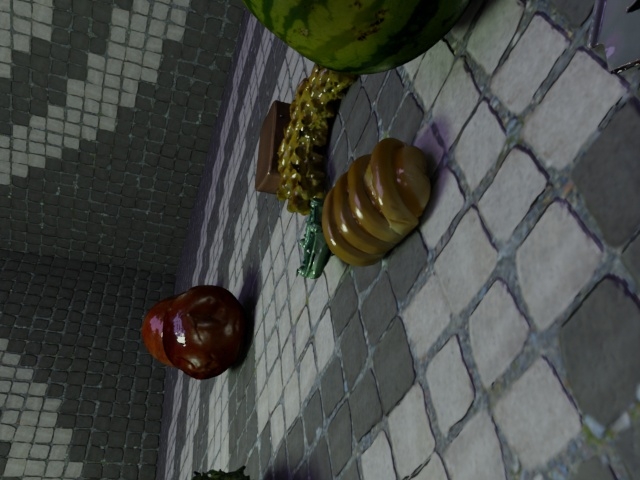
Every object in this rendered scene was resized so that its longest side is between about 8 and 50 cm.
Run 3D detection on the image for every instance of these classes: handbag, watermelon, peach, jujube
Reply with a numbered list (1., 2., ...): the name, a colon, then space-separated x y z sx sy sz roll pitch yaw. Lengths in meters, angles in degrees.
1. handbag: -0.094 -0.198 1.252 0.151 0.072 0.193 136 139 -60
2. watermelon: 0.037 -0.320 0.591 0.285 0.286 0.284 -169 90 -72
3. peach: -0.448 0.275 1.820 0.232 0.233 0.256 -112 38 -59
4. jujube: -0.296 0.239 1.425 0.318 0.223 0.222 119 156 -62

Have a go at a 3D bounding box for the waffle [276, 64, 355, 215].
1. waffle: -0.025 -0.195 1.047 0.260 0.069 0.292 -151 74 -70

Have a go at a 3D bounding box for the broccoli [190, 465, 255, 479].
1. broccoli: -0.238 0.493 0.825 0.275 0.397 0.352 41 118 41

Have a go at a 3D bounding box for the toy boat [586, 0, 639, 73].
1. toy boat: 0.228 -0.286 0.341 0.219 0.072 0.317 146 129 -70

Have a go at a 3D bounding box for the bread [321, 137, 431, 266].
1. bread: 0.062 -0.047 0.678 0.177 0.084 0.119 132 144 -51

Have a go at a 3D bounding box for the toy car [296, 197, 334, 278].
1. toy car: 0.000 0.000 0.874 0.186 0.058 0.093 -92 18 -67
